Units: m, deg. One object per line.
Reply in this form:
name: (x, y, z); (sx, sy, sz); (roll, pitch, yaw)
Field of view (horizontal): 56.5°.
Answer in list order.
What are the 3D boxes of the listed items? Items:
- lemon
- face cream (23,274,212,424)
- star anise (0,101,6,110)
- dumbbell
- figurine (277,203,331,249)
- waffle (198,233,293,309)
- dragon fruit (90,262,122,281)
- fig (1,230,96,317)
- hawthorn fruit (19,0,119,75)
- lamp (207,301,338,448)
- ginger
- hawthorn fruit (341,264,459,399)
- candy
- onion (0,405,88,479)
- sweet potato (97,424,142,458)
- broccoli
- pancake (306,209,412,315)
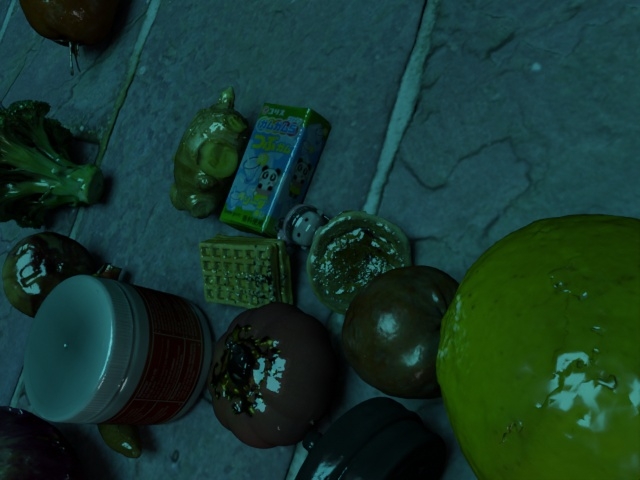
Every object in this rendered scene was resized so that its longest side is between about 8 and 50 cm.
lemon: (0.220, 0.112, 0.472); (0.254, 0.253, 0.310); (-29, 24, 25)
face cream: (-0.289, 0.164, 0.866); (0.201, 0.187, 0.200); (-12, 69, 32)
star anise: (-0.777, -0.221, 1.394); (0.229, 0.093, 0.236); (-32, 57, 23)
dumbbell: (0.121, 0.294, 0.542); (0.388, 0.185, 0.185); (29, 93, 39)
figurine: (0.000, 0.000, 0.808); (0.129, 0.054, 0.072); (33, 110, 30)
waffle: (-0.107, 0.046, 0.847); (0.148, 0.042, 0.102); (5, 102, 38)
dragon fruit: (-0.373, 0.093, 1.013); (0.081, 0.086, 0.116); (5, 81, 41)
fig: (-0.519, 0.076, 1.084); (0.231, 0.143, 0.160); (-17, 83, 28)
hawthorn fruit: (-0.528, -0.498, 1.253); (0.212, 0.211, 0.298); (-5, 85, 34)
lamp: (-0.066, 0.165, 0.742); (0.182, 0.140, 0.181); (-14, 68, 36)
ginger: (-0.172, -0.139, 0.940); (0.157, 0.102, 0.216); (30, 99, 64)
hawthorn fruit: (0.078, 0.106, 0.656); (0.189, 0.149, 0.149); (-20, 64, 26)
candy: (-0.068, -0.100, 0.878); (0.097, 0.062, 0.194); (17, 84, 38)
onion: (-0.517, 0.431, 0.853); (0.359, 0.358, 0.344); (2, 99, 36)
sweet potato: (-0.330, 0.284, 0.938); (0.202, 0.055, 0.058); (29, 107, 39)
broccoli: (-0.546, -0.141, 1.140); (0.269, 0.269, 0.253); (16, 90, 37)
pancake: (0.049, 0.032, 0.741); (0.140, 0.022, 0.139); (1, 96, 11)
